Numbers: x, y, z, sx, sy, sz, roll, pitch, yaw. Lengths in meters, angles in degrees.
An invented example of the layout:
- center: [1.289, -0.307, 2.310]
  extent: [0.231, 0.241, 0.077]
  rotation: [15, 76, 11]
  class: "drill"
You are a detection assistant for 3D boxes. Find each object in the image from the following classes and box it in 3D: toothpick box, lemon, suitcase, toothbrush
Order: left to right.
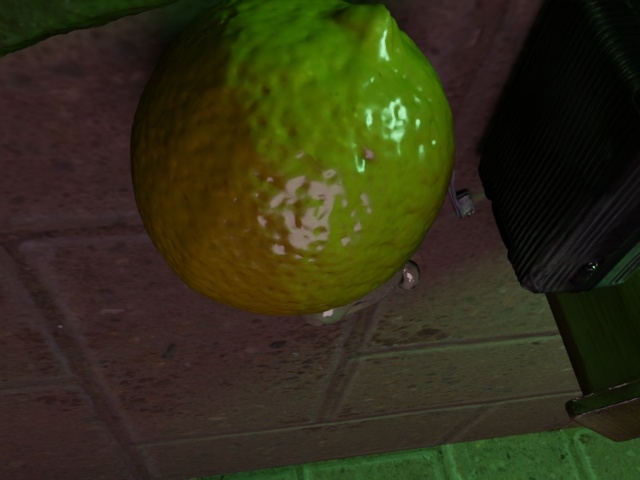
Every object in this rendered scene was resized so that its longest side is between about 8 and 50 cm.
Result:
- center: [-0.025, -0.064, 0.485]
  extent: [0.267, 0.267, 0.267]
  rotation: [-7, 149, -4]
  class: "lemon"
- center: [0.143, -0.100, 0.688]
  extent: [0.024, 0.021, 0.288]
  rotation: [-27, 147, 7]
  class: "toothbrush"
- center: [0.262, -0.093, 0.557]
  extent: [0.128, 0.202, 0.312]
  rotation: [-4, 148, -9]
  class: "suitcase"
- center: [0.359, 0.052, 0.722]
  extent: [0.187, 0.308, 0.190]
  rotation: [-29, 143, 29]
  class: "toothpick box"

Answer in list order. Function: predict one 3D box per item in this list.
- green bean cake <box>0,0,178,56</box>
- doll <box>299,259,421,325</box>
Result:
- center: [-0.190, -0.206, 0.321]
  extent: [0.248, 0.125, 0.222]
  rotation: [-6, 151, -2]
  class: "green bean cake"
- center: [-0.004, 0.002, 0.715]
  extent: [0.175, 0.149, 0.278]
  rotation: [9, 149, 37]
  class: "doll"
